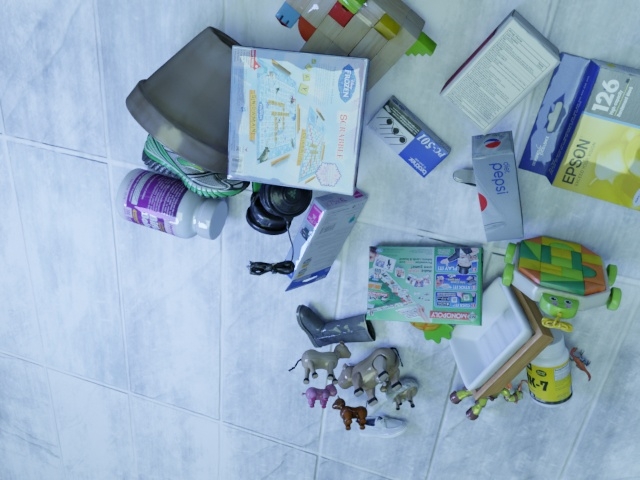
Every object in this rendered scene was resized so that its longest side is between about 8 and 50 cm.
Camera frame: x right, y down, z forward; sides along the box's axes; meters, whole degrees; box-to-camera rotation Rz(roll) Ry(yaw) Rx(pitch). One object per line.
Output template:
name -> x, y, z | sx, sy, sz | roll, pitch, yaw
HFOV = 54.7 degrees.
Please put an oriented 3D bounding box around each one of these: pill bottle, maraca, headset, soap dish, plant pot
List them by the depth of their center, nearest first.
plant pot -> -0.288, -0.380, 1.606 | 0.323, 0.323, 0.280 | 40, 107, -4
headset -> -0.138, -0.096, 1.652 | 0.243, 0.185, 0.394 | 136, 126, -58
soap dish -> 0.490, 0.264, 1.696 | 0.118, 0.229, 0.291 | 16, 126, -23
pill bottle -> 0.641, 0.354, 1.744 | 0.119, 0.119, 0.208 | -5, 115, 22
maraca -> 0.310, 0.218, 1.799 | 0.127, 0.099, 0.185 | -32, 94, 44
pill bottle -> -0.442, -0.102, 1.867 | 0.302, 0.169, 0.169 | 17, 122, 12

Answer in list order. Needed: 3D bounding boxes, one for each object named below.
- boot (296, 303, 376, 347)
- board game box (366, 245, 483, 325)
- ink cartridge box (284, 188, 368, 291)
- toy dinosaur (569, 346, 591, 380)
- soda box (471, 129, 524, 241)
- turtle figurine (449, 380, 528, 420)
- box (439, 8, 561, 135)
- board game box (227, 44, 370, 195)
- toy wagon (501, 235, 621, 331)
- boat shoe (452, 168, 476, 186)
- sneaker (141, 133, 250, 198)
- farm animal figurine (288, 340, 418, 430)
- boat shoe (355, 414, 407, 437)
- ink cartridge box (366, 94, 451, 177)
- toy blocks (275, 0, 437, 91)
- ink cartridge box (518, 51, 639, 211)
boot -> 0.048, 0.261, 1.939 | 0.209, 0.076, 0.189 | -11, 127, 32
board game box -> 0.289, 0.124, 1.728 | 0.317, 0.046, 0.213 | 1, 84, 20
ink cartridge box -> 0.000, 0.000, 1.748 | 0.065, 0.186, 0.311 | 42, 126, 25
toy dinosaur -> 0.729, 0.336, 1.735 | 0.047, 0.090, 0.082 | -42, 130, 17
soda box -> 0.437, -0.126, 1.519 | 0.098, 0.091, 0.286 | -6, 135, 19
turtle figurine -> 0.508, 0.455, 1.866 | 0.269, 0.087, 0.217 | 35, 123, -1
box -> 0.411, -0.385, 1.423 | 0.149, 0.127, 0.232 | 41, 123, -5
board game box -> -0.057, -0.285, 1.470 | 0.318, 0.066, 0.318 | 9, 110, 9
toy wagon -> 0.579, 0.097, 1.492 | 0.267, 0.344, 0.068 | 13, 119, 14
boat shoe -> 0.405, -0.159, 1.602 | 0.125, 0.038, 0.046 | 7, 95, 4
sneaker -> -0.359, -0.233, 1.786 | 0.344, 0.134, 0.146 | 25, 123, 7
farm animal figurine -> 0.110, 0.422, 1.947 | 0.327, 0.172, 0.330 | -23, 125, 11
boat shoe -> 0.202, 0.621, 2.090 | 0.184, 0.066, 0.063 | -9, 115, 35
ink cartridge box -> 0.229, -0.268, 1.602 | 0.207, 0.046, 0.097 | 41, 124, -5
toy blocks -> 0.051, -0.505, 1.479 | 0.381, 0.190, 0.261 | 37, 137, -13
ink cartridge box -> 0.660, -0.249, 1.442 | 0.307, 0.072, 0.303 | 16, 122, 9
